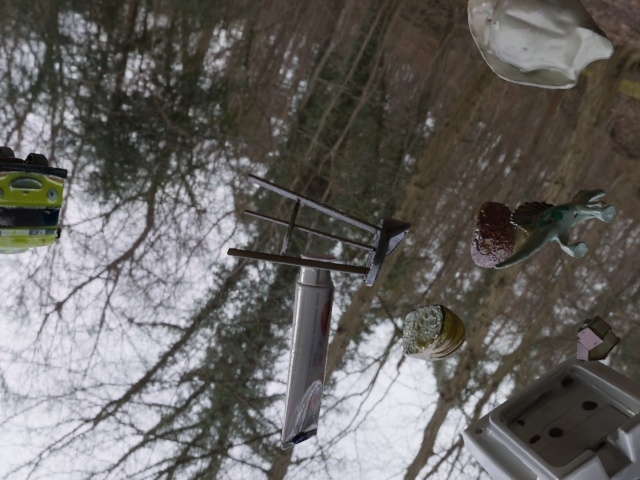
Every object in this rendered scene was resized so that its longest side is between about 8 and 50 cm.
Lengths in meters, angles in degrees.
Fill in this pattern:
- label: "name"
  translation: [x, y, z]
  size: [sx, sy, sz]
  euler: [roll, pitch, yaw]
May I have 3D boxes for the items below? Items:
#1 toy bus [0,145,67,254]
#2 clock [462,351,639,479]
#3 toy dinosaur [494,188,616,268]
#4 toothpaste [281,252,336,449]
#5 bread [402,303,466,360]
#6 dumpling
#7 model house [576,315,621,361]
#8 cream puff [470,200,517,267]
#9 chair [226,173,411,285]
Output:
- label: "toy bus"
  translation: [-0.499, -0.068, 0.968]
  size: [0.262, 0.149, 0.128]
  euler: [13, -171, 40]
- label: "clock"
  translation: [0.379, 0.288, 0.987]
  size: [0.262, 0.116, 0.231]
  euler: [-30, -153, -10]
- label: "toy dinosaur"
  translation: [0.249, -0.020, 0.703]
  size: [0.188, 0.044, 0.106]
  euler: [-23, -152, -6]
- label: "toothpaste"
  translation: [-0.018, 0.184, 1.077]
  size: [0.066, 0.322, 0.100]
  euler: [10, -173, 35]
- label: "bread"
  translation: [0.185, 0.156, 1.053]
  size: [0.095, 0.157, 0.082]
  euler: [16, -108, -26]
- label: "dumpling"
  translation: [0.268, -0.267, 0.823]
  size: [0.199, 0.136, 0.118]
  euler: [37, -146, 11]
- label: "model house"
  translation: [0.397, 0.148, 0.941]
  size: [0.057, 0.058, 0.083]
  euler: [44, -179, 9]
- label: "cream puff"
  translation: [0.361, -0.012, 1.329]
  size: [0.085, 0.148, 0.149]
  euler: [12, -154, 19]
- label: "chair"
  translation: [0.000, -0.001, 0.817]
  size: [0.222, 0.104, 0.095]
  euler: [12, -111, -3]
